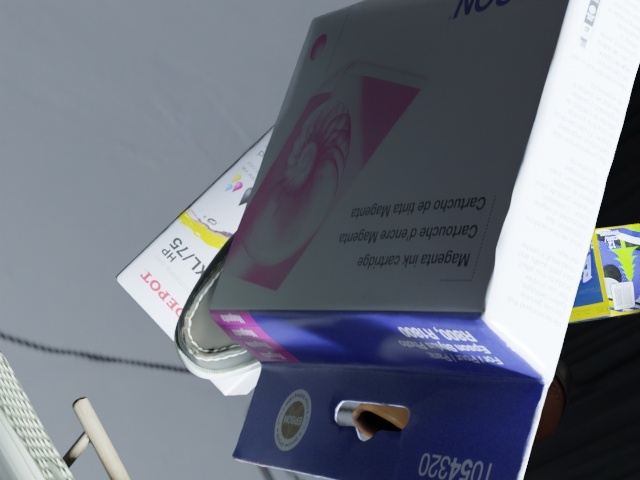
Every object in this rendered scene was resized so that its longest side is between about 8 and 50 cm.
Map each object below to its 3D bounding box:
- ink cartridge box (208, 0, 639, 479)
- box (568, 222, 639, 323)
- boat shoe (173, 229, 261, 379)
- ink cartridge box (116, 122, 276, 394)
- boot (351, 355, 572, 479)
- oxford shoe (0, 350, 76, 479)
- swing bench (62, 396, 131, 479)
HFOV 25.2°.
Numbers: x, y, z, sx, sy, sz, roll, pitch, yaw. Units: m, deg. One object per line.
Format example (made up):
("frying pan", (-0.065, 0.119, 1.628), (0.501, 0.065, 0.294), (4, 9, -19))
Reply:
("ink cartridge box", (0.046, -0.014, 0.900), (0.071, 0.324, 0.330), (26, 74, -27))
("box", (0.217, 0.016, 0.892), (0.169, 0.059, 0.054), (-5, 83, -33))
("boat shoe", (-0.003, -0.003, 1.198), (0.305, 0.091, 0.109), (-40, 80, -10))
("ink cartridge box", (-0.074, 0.029, 1.747), (0.198, 0.270, 0.197), (46, -1, 6))
("boot", (0.074, 0.109, 1.184), (0.264, 0.096, 0.280), (43, 25, 5))
("oxford shoe", (-0.261, 0.145, 0.988), (0.449, 0.130, 0.169), (59, -2, 10))
("swing bench", (-0.237, 0.296, 1.302), (0.254, 0.165, 0.253), (42, 12, 15))
